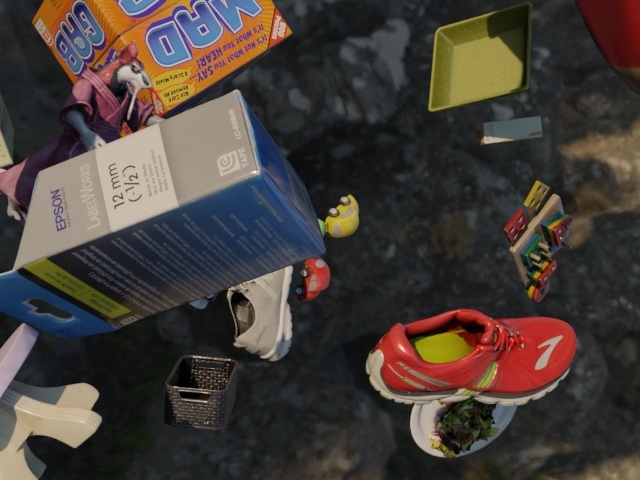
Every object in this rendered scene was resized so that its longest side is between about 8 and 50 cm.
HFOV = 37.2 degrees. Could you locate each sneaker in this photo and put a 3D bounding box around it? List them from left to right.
[{"bbox_3d":[-0.120,0.082,1.787,0.115,0.105,0.281,17,53,-39],"label":"sneaker"},{"bbox_3d":[0.194,0.130,1.124,0.118,0.279,0.107,111,-34,-49],"label":"sneaker"}]

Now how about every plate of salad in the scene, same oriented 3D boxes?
[{"bbox_3d":[0.245,0.286,1.580,0.200,0.200,0.048,59,-3,-33],"label":"plate of salad"}]

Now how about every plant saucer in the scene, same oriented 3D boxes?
[{"bbox_3d":[0.291,-0.314,1.689,0.045,0.188,0.188,39,50,-47],"label":"plant saucer"}]

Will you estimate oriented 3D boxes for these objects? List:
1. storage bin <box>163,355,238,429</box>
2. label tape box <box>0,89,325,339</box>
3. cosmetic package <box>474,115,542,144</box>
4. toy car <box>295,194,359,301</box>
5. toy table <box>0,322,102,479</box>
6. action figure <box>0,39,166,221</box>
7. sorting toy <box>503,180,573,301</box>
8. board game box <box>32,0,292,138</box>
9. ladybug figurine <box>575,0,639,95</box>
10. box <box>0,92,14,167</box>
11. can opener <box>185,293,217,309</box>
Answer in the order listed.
[{"bbox_3d":[-0.237,0.302,1.904,0.180,0.122,0.084,-77,172,-76],"label":"storage bin"},{"bbox_3d":[-0.196,-0.011,1.080,0.249,0.348,0.115,52,21,-65],"label":"label tape box"},{"bbox_3d":[0.355,-0.208,1.801,0.060,0.115,0.041,-146,-131,-81],"label":"cosmetic package"},{"bbox_3d":[0.000,0.000,1.846,0.239,0.053,0.225,-63,156,-7],"label":"toy car"},{"bbox_3d":[-0.437,0.266,1.375,0.161,0.252,0.274,39,50,-14],"label":"toy table"},{"bbox_3d":[-0.411,-0.193,1.724,0.248,0.276,0.370,4,110,-61],"label":"action figure"},{"bbox_3d":[0.398,0.004,1.674,0.046,0.132,0.274,33,-14,35],"label":"sorting toy"},{"bbox_3d":[-0.359,-0.474,2.120,0.356,0.356,0.356,-38,99,-28],"label":"board game box"},{"bbox_3d":[0.250,-0.280,0.688,0.305,0.162,0.449,-102,169,-75],"label":"ladybug figurine"},{"bbox_3d":[-0.532,-0.228,1.350,0.213,0.117,0.243,-130,-156,-64],"label":"box"},{"bbox_3d":[-0.241,0.031,2.211,0.074,0.093,0.280,41,74,-41],"label":"can opener"}]
